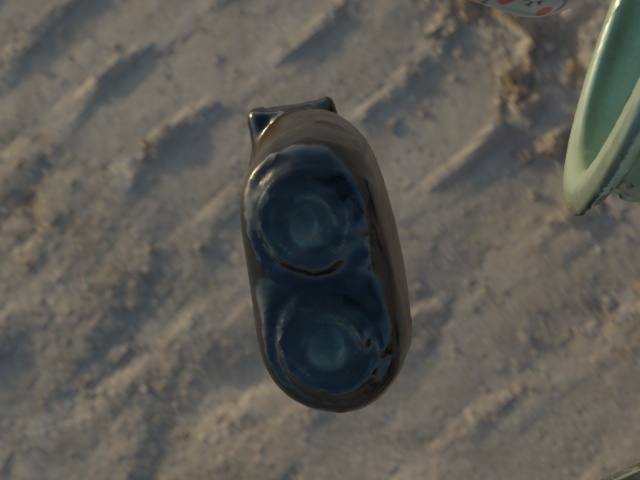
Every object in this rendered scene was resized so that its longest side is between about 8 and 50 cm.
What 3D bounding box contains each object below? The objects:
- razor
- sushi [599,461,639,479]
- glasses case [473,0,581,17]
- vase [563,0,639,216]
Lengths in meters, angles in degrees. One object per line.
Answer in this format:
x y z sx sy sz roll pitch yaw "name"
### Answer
0.002 0.000 1.413 0.113 0.349 0.204 -11 101 0 "razor"
0.332 0.345 1.733 0.134 0.109 0.272 -21 64 21 "sushi"
0.049 -0.190 0.902 0.113 0.297 0.075 -55 45 23 "glasses case"
0.237 -0.025 0.558 0.299 0.143 0.143 20 72 0 "vase"
